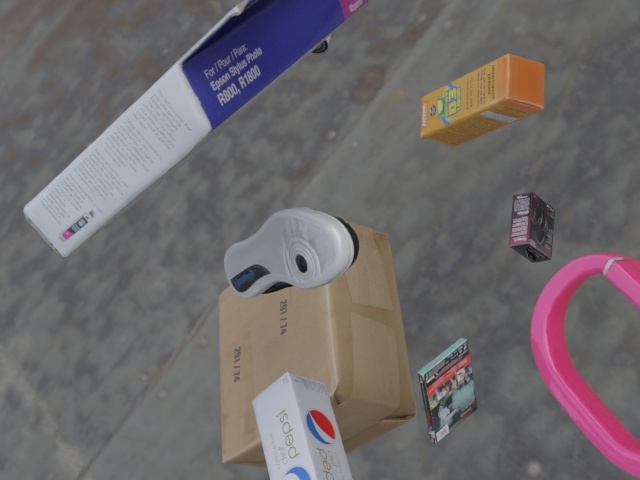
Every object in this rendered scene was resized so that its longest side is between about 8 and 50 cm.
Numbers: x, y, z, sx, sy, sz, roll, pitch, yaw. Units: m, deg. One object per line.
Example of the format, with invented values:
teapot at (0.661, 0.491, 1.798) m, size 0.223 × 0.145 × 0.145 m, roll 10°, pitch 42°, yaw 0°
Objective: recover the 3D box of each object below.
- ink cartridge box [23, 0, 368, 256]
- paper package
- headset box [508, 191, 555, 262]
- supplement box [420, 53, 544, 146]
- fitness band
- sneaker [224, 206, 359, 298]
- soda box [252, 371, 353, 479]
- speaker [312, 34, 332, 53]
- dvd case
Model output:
ink cartridge box at (-0.082, -0.151, 0.936) m, size 0.330 × 0.071 × 0.324 m, roll -31°, pitch 12°, yaw 40°
paper package at (-0.019, 0.176, 1.633) m, size 0.309 × 0.168 × 0.325 m, roll -38°, pitch 46°, yaw 37°
headset box at (0.282, -0.013, 1.346) m, size 0.032 × 0.062 × 0.083 m, roll -12°, pitch 59°, yaw 41°
supplement box at (0.252, -0.218, 1.603) m, size 0.233 × 0.080 × 0.078 m, roll -22°, pitch 63°, yaw 61°
fitness band at (0.360, 0.145, 1.196) m, size 0.291 × 0.054 × 0.209 m, roll 55°, pitch 134°, yaw 40°
sneaker at (0.000, 0.000, 1.009) m, size 0.217 × 0.121 × 0.079 m, roll -15°, pitch 92°, yaw 57°
soda box at (-0.015, 0.270, 1.207) m, size 0.074 × 0.069 × 0.216 m, roll -41°, pitch 46°, yaw 27°
speaker at (0.004, -0.361, 1.572) m, size 0.055 × 0.055 × 0.136 m, roll -4°, pitch 57°, yaw 37°
dvd case at (0.168, 0.198, 1.325) m, size 0.087 × 0.119 × 0.013 m, roll -34°, pitch 35°, yaw -30°
